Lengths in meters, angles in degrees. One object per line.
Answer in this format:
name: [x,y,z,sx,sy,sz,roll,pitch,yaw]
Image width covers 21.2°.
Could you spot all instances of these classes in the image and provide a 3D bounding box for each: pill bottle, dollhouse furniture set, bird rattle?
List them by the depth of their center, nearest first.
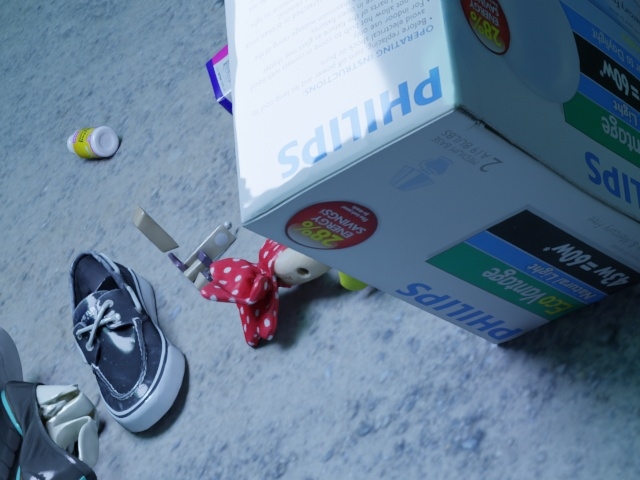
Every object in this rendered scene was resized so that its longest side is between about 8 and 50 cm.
bird rattle: [0.000,0.000,1.801,0.253,0.143,0.207,-37,18,44]
dollhouse furniture set: [-0.150,-0.010,1.968,0.081,0.114,0.091,-45,28,-1]
pill bottle: [-0.321,-0.137,2.394,0.083,0.043,0.043,-1,54,51]

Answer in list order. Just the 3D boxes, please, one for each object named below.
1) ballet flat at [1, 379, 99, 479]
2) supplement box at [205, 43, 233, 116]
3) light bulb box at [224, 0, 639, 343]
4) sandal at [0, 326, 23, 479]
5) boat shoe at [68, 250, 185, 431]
ballet flat: [-0.291,0.222,1.911,0.096,0.095,0.280,-33,29,0]
supplement box: [-0.016,-0.228,2.040,0.220,0.114,0.111,-42,30,14]
light bulb box: [0.114,-0.151,1.471,0.225,0.358,0.361,-27,55,33]
sandal: [-0.431,0.262,1.949,0.102,0.169,0.416,-3,46,10]
boat shoe: [-0.235,0.104,1.956,0.108,0.102,0.301,-42,31,12]
